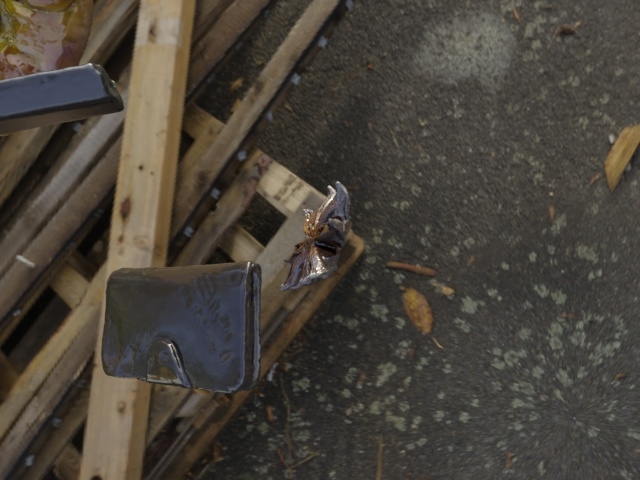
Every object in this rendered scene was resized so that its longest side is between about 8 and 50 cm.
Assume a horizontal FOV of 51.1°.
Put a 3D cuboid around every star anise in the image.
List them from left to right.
[{"bbox_3d":[0.001,-0.001,0.740,0.042,0.141,0.141,22,83,-17],"label":"star anise"}]

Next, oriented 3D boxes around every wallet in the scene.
[{"bbox_3d":[-0.197,0.113,0.897,0.310,0.042,0.165,-3,80,40],"label":"wallet"}]

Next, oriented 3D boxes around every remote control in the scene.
[{"bbox_3d":[-0.249,-0.072,0.415,0.245,0.063,0.025,-13,92,-6],"label":"remote control"}]

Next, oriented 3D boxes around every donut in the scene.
[{"bbox_3d":[-0.447,-0.294,0.877,0.317,0.150,0.299,-29,109,-4],"label":"donut"}]
